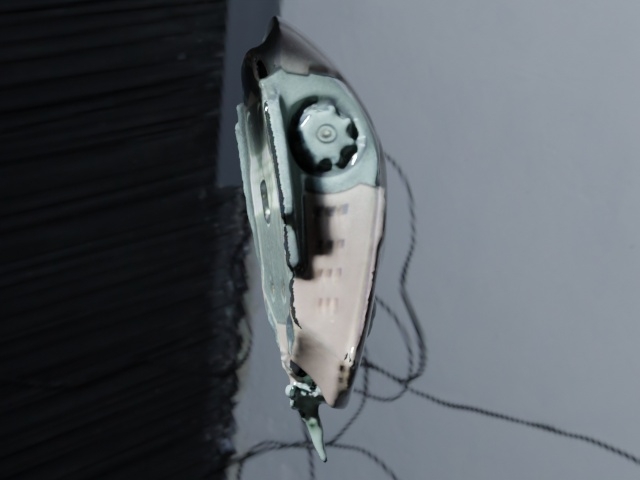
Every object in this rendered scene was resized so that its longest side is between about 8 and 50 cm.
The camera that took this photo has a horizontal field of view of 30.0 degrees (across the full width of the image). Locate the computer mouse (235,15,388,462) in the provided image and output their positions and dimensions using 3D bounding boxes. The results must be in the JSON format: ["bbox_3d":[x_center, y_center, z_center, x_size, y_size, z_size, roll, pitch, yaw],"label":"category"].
[{"bbox_3d":[0.006,-0.002,1.030,0.199,0.115,0.389,-178,79,-82],"label":"computer mouse"}]
